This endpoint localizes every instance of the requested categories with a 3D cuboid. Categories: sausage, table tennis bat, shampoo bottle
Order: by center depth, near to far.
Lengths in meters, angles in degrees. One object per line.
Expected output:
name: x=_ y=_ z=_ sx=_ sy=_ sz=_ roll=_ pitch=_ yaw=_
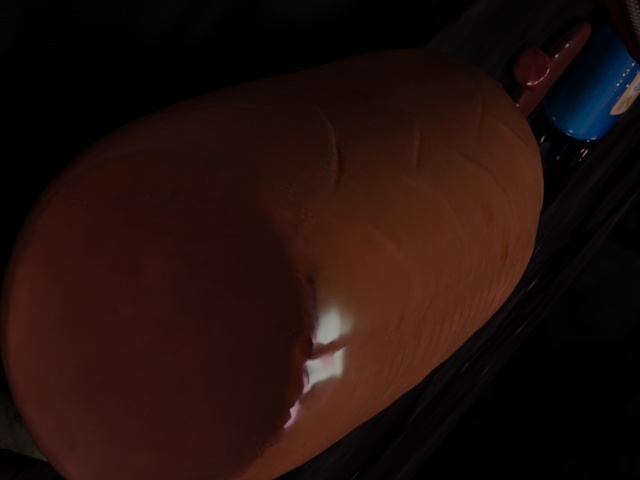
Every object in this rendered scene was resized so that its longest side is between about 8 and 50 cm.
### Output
sausage: x=0.000 y=0.000 z=0.675 sx=0.121 sy=0.121 sz=0.304 roll=-54 pitch=171 yaw=20
table tennis bat: x=0.131 y=-0.096 z=1.157 sx=0.098 sy=0.019 sz=0.155 roll=-50 pitch=172 yaw=5
shampoo bottle: x=0.197 y=-0.125 z=1.236 sx=0.183 sy=0.050 sz=0.087 roll=-56 pitch=172 yaw=27

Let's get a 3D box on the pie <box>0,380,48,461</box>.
pie: x=-0.079 y=0.057 z=0.690 sx=0.085 sy=0.085 sz=0.017 roll=-37 pitch=126 yaw=-50

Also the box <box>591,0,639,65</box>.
box: x=0.253 y=-0.234 z=0.771 sx=0.404 sy=0.108 sz=0.263 roll=-49 pitch=148 yaw=-6
